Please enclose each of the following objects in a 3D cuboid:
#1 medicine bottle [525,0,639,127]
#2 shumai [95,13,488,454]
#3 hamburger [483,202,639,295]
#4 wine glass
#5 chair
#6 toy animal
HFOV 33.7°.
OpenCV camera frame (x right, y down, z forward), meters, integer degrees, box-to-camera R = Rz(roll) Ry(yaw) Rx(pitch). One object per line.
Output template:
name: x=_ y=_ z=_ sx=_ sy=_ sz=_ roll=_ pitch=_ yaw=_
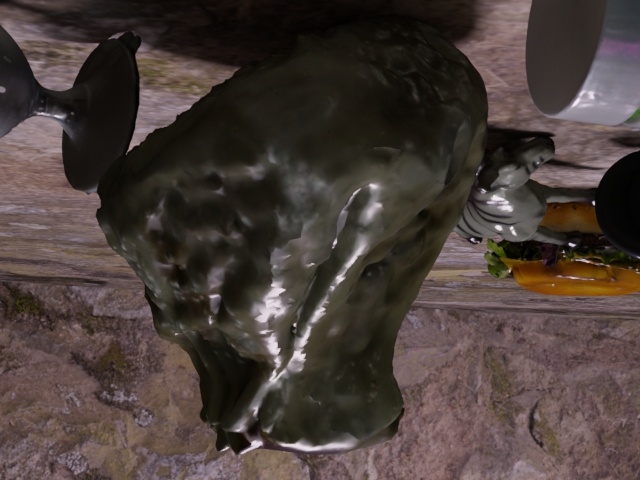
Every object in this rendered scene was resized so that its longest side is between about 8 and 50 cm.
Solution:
medicine bottle: x=0.190 y=-0.085 z=0.457 sx=0.184 sy=0.086 sz=0.086 roll=5 pitch=172 yaw=-10
shumai: x=0.010 y=0.006 z=0.587 sx=0.225 sy=0.222 sz=0.261 roll=-27 pitch=176 yaw=-25
hamburger: x=0.263 y=0.005 z=1.075 sx=0.190 sy=0.093 sz=0.164 roll=1 pitch=170 yaw=7
wine glass: x=-0.211 y=-0.092 z=0.572 sx=0.222 sy=0.103 sz=0.103 roll=10 pitch=170 yaw=-39
chair: x=0.322 y=-0.025 z=0.861 sx=0.222 sy=0.104 sz=0.095 roll=5 pitch=148 yaw=-43
toy animal: x=0.144 y=-0.037 z=0.918 sx=0.176 sy=0.073 sz=0.217 roll=15 pitch=172 yaw=-31
